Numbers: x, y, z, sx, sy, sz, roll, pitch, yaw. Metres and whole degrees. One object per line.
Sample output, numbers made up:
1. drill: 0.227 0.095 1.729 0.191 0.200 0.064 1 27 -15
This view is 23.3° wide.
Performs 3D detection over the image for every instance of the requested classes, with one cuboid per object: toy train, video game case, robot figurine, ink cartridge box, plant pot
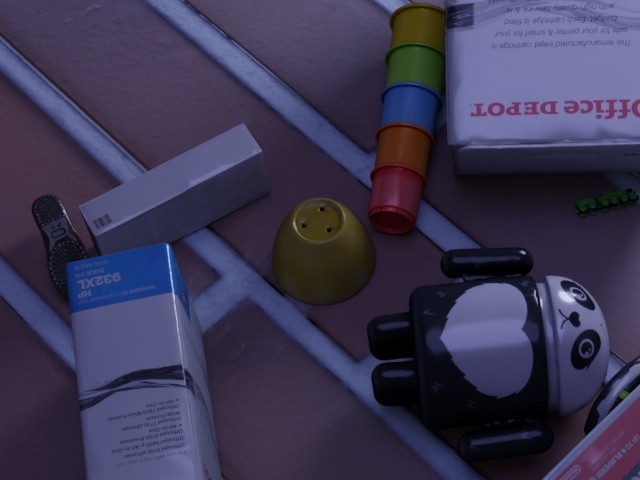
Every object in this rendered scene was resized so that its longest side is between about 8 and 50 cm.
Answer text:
1. toy train: 0.367 -0.050 1.994 0.083 0.017 0.024 -13 48 -3
2. video game case: 0.409 0.308 1.722 0.204 0.025 0.285 -40 80 -17
3. robot figurine: 0.196 0.129 1.807 0.278 0.209 0.173 -5 19 3
4. ink cartridge box: -0.195 0.196 1.777 0.129 0.223 0.307 -11 59 0
5. plant pot: 0.000 0.000 1.952 0.134 0.095 0.134 -3 59 5
6. ink cartridge box: 0.304 -0.289 1.989 0.285 0.166 0.395 -1 78 7

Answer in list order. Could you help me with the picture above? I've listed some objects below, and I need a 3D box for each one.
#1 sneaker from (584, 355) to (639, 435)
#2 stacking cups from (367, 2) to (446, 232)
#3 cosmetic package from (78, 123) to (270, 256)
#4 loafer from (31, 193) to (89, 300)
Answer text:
1. sneaker: 0.416 0.173 1.814 0.234 0.084 0.097 -34 63 -15
2. stacking cups: 0.119 -0.162 2.039 0.096 0.096 0.316 4 59 8
3. cosmetic package: -0.186 -0.054 2.002 0.239 0.099 0.060 -28 58 -12
4. loafer: -0.330 0.011 2.006 0.056 0.050 0.148 -18 74 -2
